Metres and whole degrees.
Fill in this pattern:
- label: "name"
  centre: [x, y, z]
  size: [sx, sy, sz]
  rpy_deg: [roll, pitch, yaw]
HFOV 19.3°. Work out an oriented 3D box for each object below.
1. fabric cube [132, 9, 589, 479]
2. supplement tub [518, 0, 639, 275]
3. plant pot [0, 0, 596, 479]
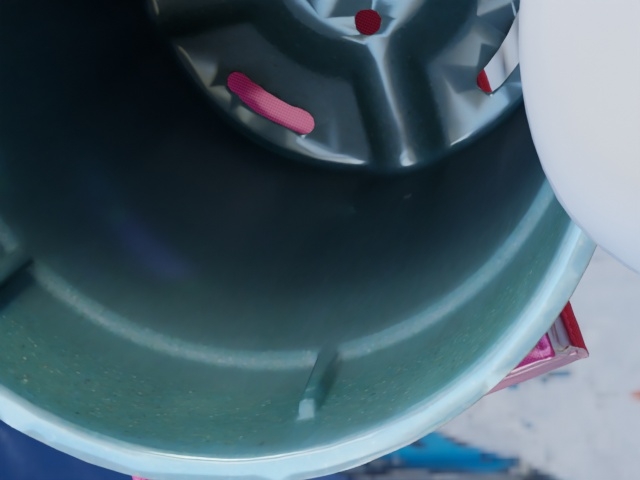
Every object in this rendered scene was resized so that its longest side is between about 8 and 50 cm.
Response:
- label: "fabric cube"
  centre: [0.000, 0.000, 1.196]
  size: [0.259, 0.258, 0.254]
  rpy_deg: [19, -129, -77]
- label: "supplement tub"
  centre: [0.252, -0.057, 0.592]
  size: [0.325, 0.235, 0.235]
  rpy_deg: [18, -114, -30]
- label: "plant pot"
  centre: [-0.016, -0.108, 0.868]
  size: [0.334, 0.341, 0.341]
  rpy_deg: [-50, -48, -69]
